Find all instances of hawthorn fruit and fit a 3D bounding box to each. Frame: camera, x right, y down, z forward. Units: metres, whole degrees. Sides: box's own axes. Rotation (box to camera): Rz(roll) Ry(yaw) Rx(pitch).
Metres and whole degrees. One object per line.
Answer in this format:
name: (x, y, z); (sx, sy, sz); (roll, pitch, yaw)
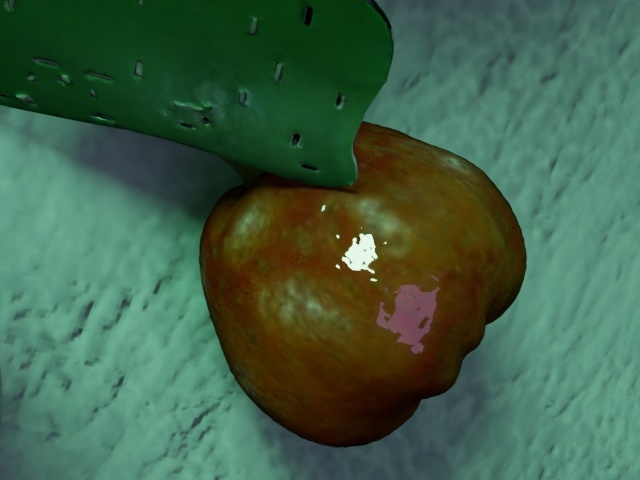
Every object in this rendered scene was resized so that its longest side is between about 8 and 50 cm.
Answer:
hawthorn fruit: (0.012, 0.010, 0.515); (0.125, 0.125, 0.140); (-41, 124, -18)

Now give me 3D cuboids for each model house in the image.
model house: (-0.053, -0.097, 0.442); (0.167, 0.117, 0.088); (14, 62, 1)

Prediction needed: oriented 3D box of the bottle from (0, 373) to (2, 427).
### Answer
bottle: (-0.216, 0.051, 0.336); (0.236, 0.147, 0.147); (-26, 118, -36)
